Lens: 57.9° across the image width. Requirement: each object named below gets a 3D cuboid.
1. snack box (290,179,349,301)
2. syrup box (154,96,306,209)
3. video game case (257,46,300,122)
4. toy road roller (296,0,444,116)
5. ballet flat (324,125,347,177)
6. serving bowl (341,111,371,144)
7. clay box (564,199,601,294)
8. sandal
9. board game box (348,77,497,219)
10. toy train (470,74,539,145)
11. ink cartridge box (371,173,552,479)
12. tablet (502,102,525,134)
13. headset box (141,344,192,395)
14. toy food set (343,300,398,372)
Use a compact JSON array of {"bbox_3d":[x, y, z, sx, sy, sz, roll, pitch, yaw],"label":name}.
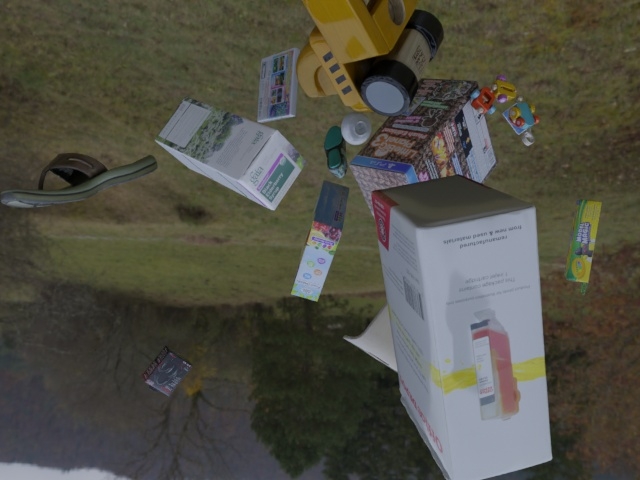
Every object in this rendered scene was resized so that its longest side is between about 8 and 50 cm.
[{"bbox_3d":[0.000,0.000,1.282,0.070,0.174,0.207,17,126,-3],"label":"snack box"},{"bbox_3d":[-0.145,-0.141,0.910,0.237,0.093,0.096,27,171,38],"label":"syrup box"},{"bbox_3d":[-0.101,-0.366,1.375,0.019,0.157,0.143,4,-179,-39],"label":"video game case"},{"bbox_3d":[0.047,-0.378,1.031,0.241,0.202,0.329,2,143,38],"label":"toy road roller"},{"bbox_3d":[0.048,-0.252,1.675,0.070,0.188,0.070,2,141,1],"label":"ballet flat"},{"bbox_3d":[0.094,-0.281,1.445,0.083,0.083,0.027,14,-178,-27],"label":"serving bowl"},{"bbox_3d":[0.629,0.014,1.398,0.053,0.222,0.127,10,-175,20],"label":"clay box"},{"bbox_3d":[-0.440,-0.123,1.060,0.120,0.086,0.303,-4,-162,38],"label":"sandal"},{"bbox_3d":[0.231,-0.165,1.243,0.141,0.291,0.232,17,148,41],"label":"board game box"},{"bbox_3d":[0.372,-0.265,1.188,0.166,0.125,0.046,36,152,-15],"label":"toy train"},{"bbox_3d":[0.205,0.116,0.886,0.161,0.384,0.279,-11,-164,-6],"label":"ink cartridge box"},{"bbox_3d":[0.602,-0.371,1.765,0.054,0.083,0.006,-37,-178,26],"label":"tablet"},{"bbox_3d":[-0.302,0.258,1.132,0.062,0.083,0.032,44,168,-30],"label":"headset box"},{"bbox_3d":[0.223,0.166,1.395,0.220,0.306,0.092,37,179,-30],"label":"toy food set"}]
